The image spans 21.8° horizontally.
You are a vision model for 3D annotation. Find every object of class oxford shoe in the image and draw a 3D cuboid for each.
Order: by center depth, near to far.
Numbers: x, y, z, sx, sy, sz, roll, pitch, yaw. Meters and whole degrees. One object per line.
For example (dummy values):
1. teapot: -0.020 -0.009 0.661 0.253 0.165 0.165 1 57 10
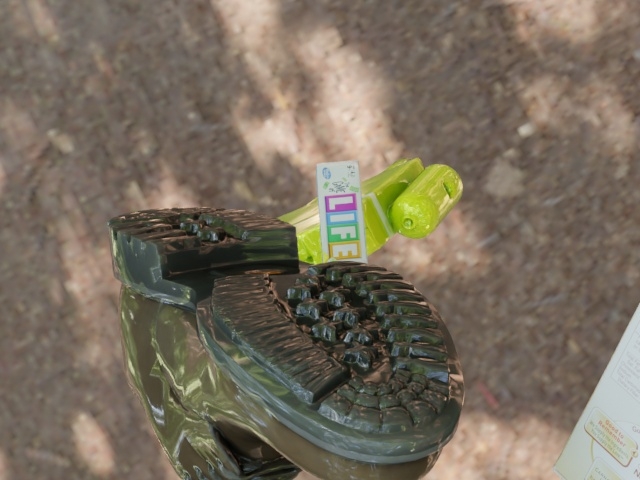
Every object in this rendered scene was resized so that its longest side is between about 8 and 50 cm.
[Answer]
1. oxford shoe: -0.014 0.053 0.588 0.227 0.083 0.096 -151 60 -66

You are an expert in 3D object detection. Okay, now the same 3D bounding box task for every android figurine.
1. android figurine: 0.000 0.000 1.443 0.248 0.273 0.056 -23 99 26

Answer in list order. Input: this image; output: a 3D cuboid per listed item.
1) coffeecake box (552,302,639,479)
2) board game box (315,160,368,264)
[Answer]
1. coffeecake box: 0.173 0.010 0.551 0.068 0.142 0.185 43 135 26
2. board game box: 0.018 0.041 1.008 0.154 0.026 0.103 84 -179 -51
